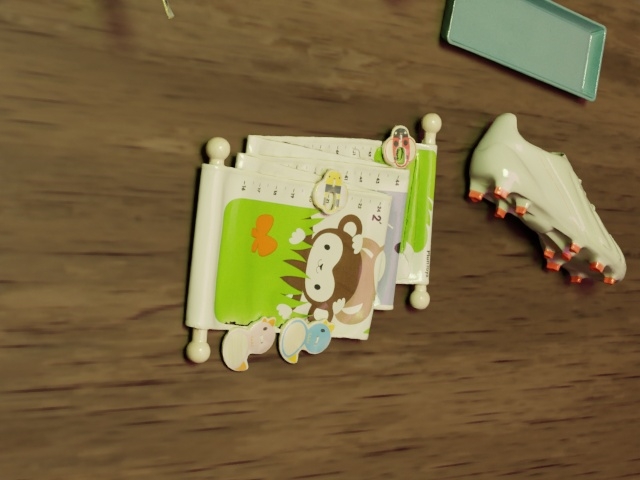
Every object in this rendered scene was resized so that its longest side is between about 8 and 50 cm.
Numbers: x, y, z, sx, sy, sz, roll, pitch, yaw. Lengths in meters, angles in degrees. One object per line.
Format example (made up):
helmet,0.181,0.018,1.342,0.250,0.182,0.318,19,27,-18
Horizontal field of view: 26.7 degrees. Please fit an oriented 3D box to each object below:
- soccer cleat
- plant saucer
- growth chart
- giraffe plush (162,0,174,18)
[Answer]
soccer cleat,0.195,-0.028,1.101,0.196,0.068,0.076,37,67,-35
plant saucer,0.166,-0.167,1.092,0.192,0.018,0.067,14,85,-43
growth chart,0.000,0.000,0.955,0.237,0.021,0.172,-8,100,-41
giraffe plush,-0.036,-0.248,0.756,0.171,0.181,0.210,-17,118,-1
